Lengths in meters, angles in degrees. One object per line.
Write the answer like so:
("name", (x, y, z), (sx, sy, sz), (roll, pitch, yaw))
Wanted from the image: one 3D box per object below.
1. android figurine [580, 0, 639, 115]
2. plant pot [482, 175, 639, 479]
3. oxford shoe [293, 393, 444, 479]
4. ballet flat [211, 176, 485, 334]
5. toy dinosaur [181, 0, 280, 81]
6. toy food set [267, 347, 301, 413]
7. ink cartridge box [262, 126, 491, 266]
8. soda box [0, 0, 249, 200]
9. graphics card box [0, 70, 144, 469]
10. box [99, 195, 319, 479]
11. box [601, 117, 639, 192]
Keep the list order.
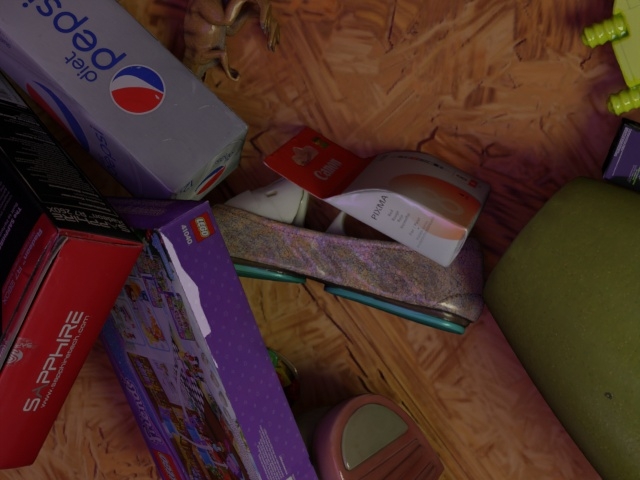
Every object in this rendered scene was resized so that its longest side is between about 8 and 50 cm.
("android figurine", (0.356, -0.189, 1.014), (0.272, 0.056, 0.248), (-19, 98, 14))
("plant pot", (0.286, 0.090, 1.008), (0.293, 0.275, 0.275), (40, 109, 18))
("oxford shoe", (0.084, 0.319, 1.177), (0.146, 0.140, 0.397), (-15, 106, 47))
("ballet flat", (0.000, 0.000, 1.127), (0.316, 0.107, 0.106), (14, 86, 4))
("toy dinosaur", (-0.094, -0.214, 1.104), (0.112, 0.064, 0.212), (11, 105, 11))
("toy food set", (-0.060, 0.144, 1.203), (0.083, 0.020, 0.083), (-31, 95, 18))
("ink cartridge box", (0.054, -0.056, 1.065), (0.179, 0.145, 0.045), (31, 113, 5))
("soda box", (-0.201, -0.149, 1.095), (0.286, 0.091, 0.098), (43, 68, 7))
("graphics card box", (-0.315, -0.005, 1.085), (0.371, 0.094, 0.233), (44, 113, 39))
("box", (-0.120, 0.103, 1.089), (0.201, 0.057, 0.293), (5, 121, 51))
("box", (0.290, -0.066, 1.052), (0.083, 0.062, 0.052), (22, 105, 8))
